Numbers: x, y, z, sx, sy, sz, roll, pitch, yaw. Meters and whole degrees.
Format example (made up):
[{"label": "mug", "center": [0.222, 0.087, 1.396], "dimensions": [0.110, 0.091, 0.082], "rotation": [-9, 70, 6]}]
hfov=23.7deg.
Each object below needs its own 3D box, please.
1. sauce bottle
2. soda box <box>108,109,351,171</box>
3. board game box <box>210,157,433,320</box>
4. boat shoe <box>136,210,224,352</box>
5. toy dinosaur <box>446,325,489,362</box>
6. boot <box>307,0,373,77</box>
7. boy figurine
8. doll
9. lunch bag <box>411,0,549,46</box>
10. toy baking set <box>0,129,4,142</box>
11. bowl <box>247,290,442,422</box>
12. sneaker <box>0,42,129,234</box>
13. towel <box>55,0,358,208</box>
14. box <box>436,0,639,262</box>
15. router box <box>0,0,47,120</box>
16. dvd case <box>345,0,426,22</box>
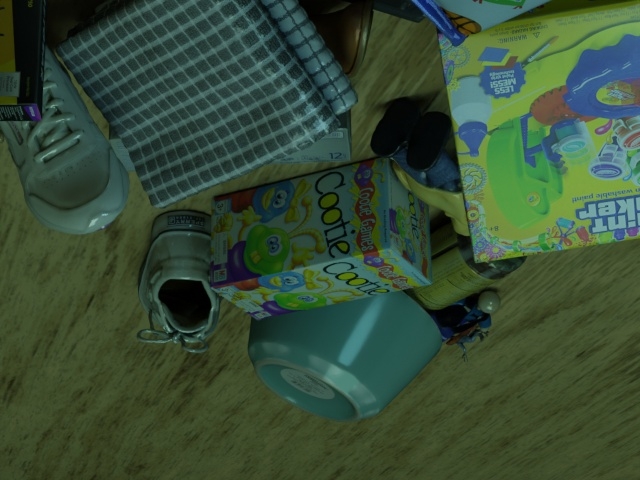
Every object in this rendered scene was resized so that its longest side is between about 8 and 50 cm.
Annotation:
[{"label": "sauce bottle", "center": [0.169, 0.047, 2.274], "dimensions": [0.111, 0.111, 0.344], "rotation": [13, 157, -28]}, {"label": "soda box", "center": [-0.107, -0.150, 1.834], "dimensions": [0.286, 0.098, 0.091], "rotation": [-2, 157, 3]}, {"label": "board game box", "center": [0.000, 0.000, 2.117], "dimensions": [0.275, 0.144, 0.142], "rotation": [-13, 153, 24]}, {"label": "boat shoe", "center": [-0.208, 0.101, 2.317], "dimensions": [0.136, 0.156, 0.367], "rotation": [3, 155, -9]}, {"label": "toy dinosaur", "center": [0.250, 0.163, 2.645], "dimensions": [0.082, 0.047, 0.090], "rotation": [-5, 124, 30]}, {"label": "boot", "center": [-0.030, -0.227, 1.670], "dimensions": [0.152, 0.073, 0.197], "rotation": [17, 161, -11]}, {"label": "boy figurine", "center": [0.175, -0.079, 1.987], "dimensions": [0.177, 0.092, 0.285], "rotation": [24, 173, 34]}, {"label": "doll", "center": [0.229, 0.129, 2.533], "dimensions": [0.129, 0.046, 0.189], "rotation": [26, 139, -29]}, {"label": "lunch bag", "center": [0.132, -0.373, 1.199], "dimensions": [0.328, 0.239, 0.385], "rotation": [-19, 134, 36]}, {"label": "toy baking set", "center": [-0.445, -0.168, 1.863], "dimensions": [0.256, 0.030, 0.197], "rotation": [6, 155, -16]}, {"label": "bowl", "center": [0.013, 0.165, 2.324], "dimensions": [0.312, 0.163, 0.311], "rotation": [22, 157, 10]}, {"label": "sneaker", "center": [-0.310, -0.129, 1.655], "dimensions": [0.114, 0.305, 0.152], "rotation": [-32, 146, -3]}, {"label": "towel", "center": [-0.131, -0.175, 1.636], "dimensions": [0.284, 0.121, 0.235], "rotation": [-22, 112, 40]}, {"label": "box", "center": [0.274, -0.156, 1.546], "dimensions": [0.290, 0.177, 0.279], "rotation": [-9, 126, 6]}, {"label": "router box", "center": [-0.354, -0.212, 1.588], "dimensions": [0.133, 0.178, 0.046], "rotation": [-1, 158, -3]}, {"label": "dvd case", "center": [0.091, -0.310, 1.566], "dimensions": [0.179, 0.029, 0.239], "rotation": [12, 152, -27]}]
